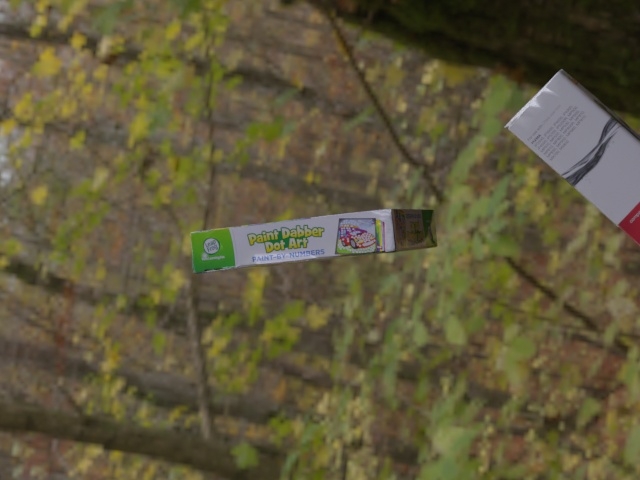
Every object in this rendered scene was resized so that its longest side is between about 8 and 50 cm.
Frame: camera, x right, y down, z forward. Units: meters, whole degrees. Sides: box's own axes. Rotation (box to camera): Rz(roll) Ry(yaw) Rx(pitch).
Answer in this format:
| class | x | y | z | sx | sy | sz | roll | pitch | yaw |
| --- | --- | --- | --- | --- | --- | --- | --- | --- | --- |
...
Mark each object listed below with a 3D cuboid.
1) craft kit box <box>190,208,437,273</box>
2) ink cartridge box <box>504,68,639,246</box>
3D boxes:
| class | x | y | z | sx | sy | sz | roll | pitch | yaw |
| --- | --- | --- | --- | --- | --- | --- | --- | --- | --- |
| craft kit box | 0.000 | 0.000 | 1.600 | 0.250 | 0.246 | 0.061 | -4 | -90 | -75 |
| ink cartridge box | 0.205 | -0.061 | 0.946 | 0.056 | 0.135 | 0.099 | -49 | -2 | 14 |
